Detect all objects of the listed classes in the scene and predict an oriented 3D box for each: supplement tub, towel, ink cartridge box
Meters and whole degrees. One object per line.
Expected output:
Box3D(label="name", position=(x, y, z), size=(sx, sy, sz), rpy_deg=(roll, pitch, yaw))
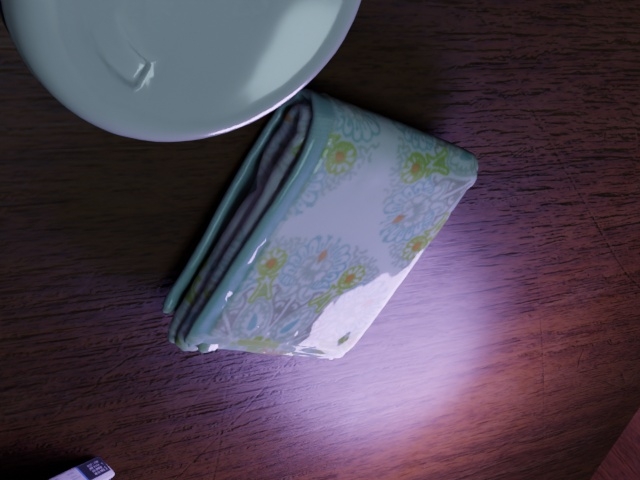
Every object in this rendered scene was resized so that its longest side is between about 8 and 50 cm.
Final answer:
Box3D(label="supplement tub", position=(-0.140, -0.250, 0.656), size=(0.241, 0.331, 0.241), rpy_deg=(-21, 139, -20))
Box3D(label="towel", position=(0.000, 0.000, 1.210), size=(0.320, 0.090, 0.374), rpy_deg=(11, 121, -47))
Box3D(label="ink cartridge box", position=(-0.397, 0.391, 1.248), size=(0.208, 0.045, 0.206), rpy_deg=(-46, 172, 6))
